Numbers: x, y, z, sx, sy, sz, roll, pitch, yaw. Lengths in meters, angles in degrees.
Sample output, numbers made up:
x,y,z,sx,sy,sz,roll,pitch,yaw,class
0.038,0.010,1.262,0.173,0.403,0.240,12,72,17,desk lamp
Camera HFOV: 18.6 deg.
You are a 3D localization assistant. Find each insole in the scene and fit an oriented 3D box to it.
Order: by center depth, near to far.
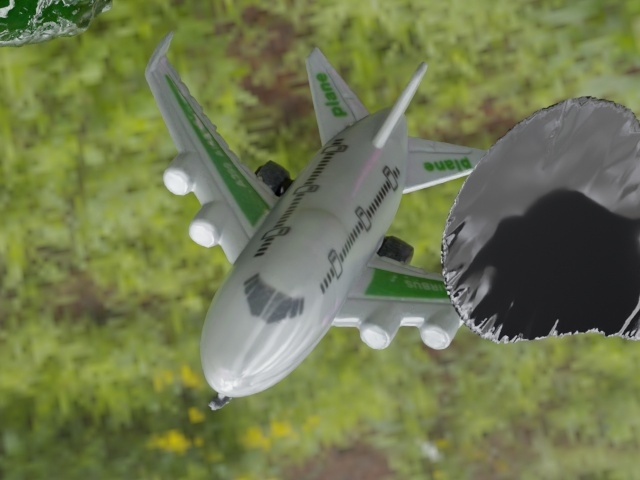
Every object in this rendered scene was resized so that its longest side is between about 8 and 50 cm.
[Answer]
x,y,z,sx,sy,sz,roll,pitch,yaw,class
0.124,0.001,0.836,0.109,0.007,0.322,-60,153,9,insole

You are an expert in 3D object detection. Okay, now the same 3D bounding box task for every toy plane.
x,y,z,sx,sy,sz,roll,pitch,yaw,class
-0.002,0.003,0.995,0.251,0.255,0.101,30,134,2,toy plane

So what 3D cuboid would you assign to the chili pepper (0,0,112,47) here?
x,y,z,sx,sy,sz,roll,pitch,yaw,class
-0.133,-0.209,0.816,0.148,0.264,0.116,1,-175,-32,chili pepper
